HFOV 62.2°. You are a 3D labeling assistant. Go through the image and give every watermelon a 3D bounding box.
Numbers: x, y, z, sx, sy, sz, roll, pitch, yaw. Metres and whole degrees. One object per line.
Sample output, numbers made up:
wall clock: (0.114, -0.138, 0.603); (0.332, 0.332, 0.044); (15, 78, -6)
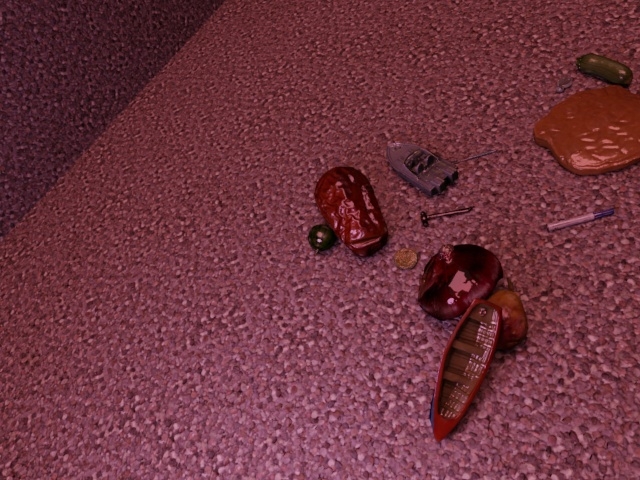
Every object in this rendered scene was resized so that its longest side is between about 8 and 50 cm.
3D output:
watermelon: (0.003, -0.006, 1.885); (0.109, 0.109, 0.109); (-10, 54, 14)

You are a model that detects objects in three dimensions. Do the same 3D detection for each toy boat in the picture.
toy boat: (0.374, 0.343, 1.423); (0.136, 0.079, 0.392); (20, 93, -9)
toy boat: (0.354, -0.281, 1.946); (0.141, 0.092, 0.319); (-41, 51, -12)

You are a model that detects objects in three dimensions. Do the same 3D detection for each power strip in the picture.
power strip: (0.911, -0.591, 1.987); (0.055, 0.035, 0.083); (28, 68, 34)

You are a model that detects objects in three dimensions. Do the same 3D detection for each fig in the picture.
fig: (0.529, 0.193, 1.536); (0.159, 0.159, 0.257); (6, 38, 25)

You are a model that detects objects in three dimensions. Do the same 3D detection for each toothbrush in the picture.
toothbrush: (0.558, -0.307, 1.935); (0.167, 0.014, 0.011); (-15, 44, 11)

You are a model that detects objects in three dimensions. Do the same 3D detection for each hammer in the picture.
hammer: (0.434, -0.088, 1.828); (0.178, 0.021, 0.065); (-10, 54, 11)

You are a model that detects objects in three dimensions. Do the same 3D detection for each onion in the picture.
onion: (0.390, 0.100, 1.569); (0.272, 0.195, 0.272); (-34, 16, 11)

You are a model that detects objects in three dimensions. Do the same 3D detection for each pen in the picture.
pen: (0.812, -0.066, 1.662); (0.204, 0.025, 0.025); (-15, 52, 10)

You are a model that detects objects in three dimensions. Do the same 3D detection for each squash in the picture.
squash: (1.040, -0.630, 1.941); (0.219, 0.068, 0.077); (39, 93, 37)

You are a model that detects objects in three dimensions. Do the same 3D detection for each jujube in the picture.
jujube: (0.111, -0.103, 1.856); (0.216, 0.216, 0.342); (-26, 65, 2)

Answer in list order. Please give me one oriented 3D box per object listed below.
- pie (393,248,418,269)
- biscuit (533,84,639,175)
pie: (0.284, 0.063, 1.777); (0.084, 0.021, 0.084); (-8, 57, 12)
biscuit: (0.959, -0.387, 1.807); (0.385, 0.062, 0.365); (-31, 51, -2)
